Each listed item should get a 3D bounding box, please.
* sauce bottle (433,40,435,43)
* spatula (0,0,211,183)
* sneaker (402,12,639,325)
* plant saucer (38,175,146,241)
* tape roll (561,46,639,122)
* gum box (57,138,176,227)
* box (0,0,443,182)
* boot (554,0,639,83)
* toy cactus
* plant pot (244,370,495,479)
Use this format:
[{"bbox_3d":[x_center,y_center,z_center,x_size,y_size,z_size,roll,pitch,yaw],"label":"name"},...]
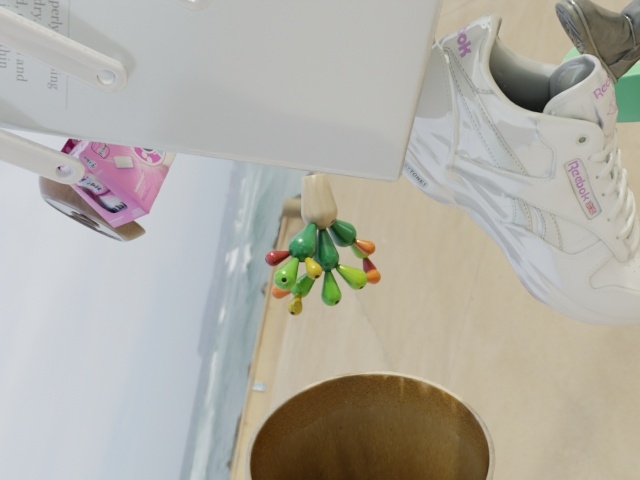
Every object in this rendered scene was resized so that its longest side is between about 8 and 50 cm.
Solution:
[{"bbox_3d":[0.069,-0.233,0.706,0.042,0.128,0.042,-26,51,37],"label":"sauce bottle"},{"bbox_3d":[-0.180,-0.108,0.268,0.168,0.242,0.019,-46,44,26],"label":"spatula"},{"bbox_3d":[0.187,-0.043,0.516,0.152,0.305,0.114,-41,18,45],"label":"sneaker"},{"bbox_3d":[-0.335,-0.040,0.982,0.029,0.168,0.168,-65,4,-14],"label":"plant saucer"},{"bbox_3d":[0.544,-0.288,1.042,0.321,0.321,0.077,-97,-18,-66],"label":"tape roll"},{"bbox_3d":[-0.241,-0.116,0.835,0.062,0.107,0.188,-19,40,28],"label":"gum box"},{"bbox_3d":[-0.118,-0.169,0.413,0.215,0.345,0.168,-104,23,-63],"label":"box"},{"bbox_3d":[0.404,-0.296,0.819,0.208,0.189,0.076,-35,58,24],"label":"boot"},{"bbox_3d":[0.000,0.000,0.936,0.112,0.219,0.181,-2,99,46],"label":"toy cactus"},{"bbox_3d":[0.059,0.308,0.702,0.237,0.237,0.255,-95,-2,-64],"label":"plant pot"}]
